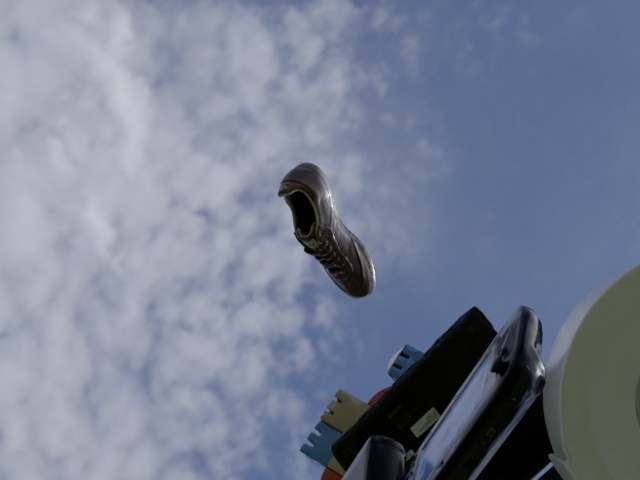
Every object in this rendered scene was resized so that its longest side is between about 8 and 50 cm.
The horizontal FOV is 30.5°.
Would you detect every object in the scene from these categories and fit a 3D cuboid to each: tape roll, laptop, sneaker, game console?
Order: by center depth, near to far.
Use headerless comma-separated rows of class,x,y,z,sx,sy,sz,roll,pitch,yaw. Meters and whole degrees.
game console,0.068,0.190,0.894,0.044,0.213,0.361,24,-59,-9
tape roll,0.348,0.148,1.062,0.286,0.100,0.286,0,-95,1
laptop,0.190,0.239,1.234,0.234,0.136,0.264,-48,-111,19
sneaker,0.000,0.000,1.439,0.066,0.071,0.188,-18,-74,39

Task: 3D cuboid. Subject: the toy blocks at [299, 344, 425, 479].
toy blocks,0.096,0.291,1.494,0.261,0.381,0.190,25,-17,37
